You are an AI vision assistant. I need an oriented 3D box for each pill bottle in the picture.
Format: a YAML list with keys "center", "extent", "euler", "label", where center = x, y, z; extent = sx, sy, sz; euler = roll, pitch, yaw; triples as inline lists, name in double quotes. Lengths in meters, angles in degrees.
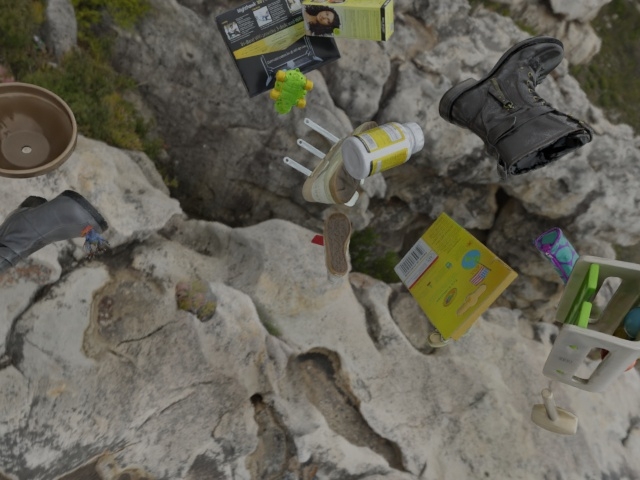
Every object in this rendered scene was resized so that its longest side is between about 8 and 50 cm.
- center: [0.095, -0.138, 0.704]
  extent: [0.116, 0.065, 0.065]
  euler: [-23, 76, -21]
  label: "pill bottle"

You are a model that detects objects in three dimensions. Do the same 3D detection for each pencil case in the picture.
- center: [0.541, 0.045, 1.058]
  extent: [0.152, 0.064, 0.070]
  euler: [46, 64, -19]
  label: "pencil case"

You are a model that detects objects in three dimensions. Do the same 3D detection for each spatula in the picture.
- center: [0.027, -0.219, 1.327]
  extent: [0.241, 0.019, 0.168]
  euler: [28, 93, -17]
  label: "spatula"

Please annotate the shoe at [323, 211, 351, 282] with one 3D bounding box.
- center: [0.040, 0.016, 1.272]
  extent: [0.076, 0.058, 0.219]
  euler: [11, 50, -6]
  label: "shoe"

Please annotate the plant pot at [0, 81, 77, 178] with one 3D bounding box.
- center: [-0.693, -0.236, 1.100]
  extent: [0.237, 0.110, 0.238]
  euler: [9, 65, -19]
  label: "plant pot"

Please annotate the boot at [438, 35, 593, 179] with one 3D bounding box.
- center: [0.344, -0.212, 0.764]
  extent: [0.229, 0.262, 0.091]
  euler: [57, -1, 45]
  label: "boot"

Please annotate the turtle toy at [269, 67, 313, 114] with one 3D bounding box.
- center: [-0.080, -0.374, 1.192]
  extent: [0.095, 0.130, 0.066]
  euler: [14, 37, -19]
  label: "turtle toy"

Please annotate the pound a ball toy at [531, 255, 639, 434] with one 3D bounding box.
- center: [0.441, 0.194, 0.762]
  extent: [0.135, 0.319, 0.208]
  euler: [14, 66, 25]
  label: "pound a ball toy"

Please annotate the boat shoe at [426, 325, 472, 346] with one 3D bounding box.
- center: [0.394, 0.280, 1.447]
  extent: [0.152, 0.048, 0.056]
  euler: [-13, 51, -14]
  label: "boat shoe"

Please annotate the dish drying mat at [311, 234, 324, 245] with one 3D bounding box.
- center: [0.000, 0.000, 1.427]
  extent: [0.032, 0.083, 0.008]
  euler: [-49, 117, -14]
  label: "dish drying mat"

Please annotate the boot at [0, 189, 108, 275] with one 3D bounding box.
- center: [-0.618, 0.006, 1.006]
  extent: [0.223, 0.337, 0.118]
  euler: [-55, 128, -38]
  label: "boot"

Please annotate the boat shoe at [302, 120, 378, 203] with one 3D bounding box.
- center: [0.056, -0.177, 1.054]
  extent: [0.302, 0.098, 0.109]
  euler: [-56, 133, -44]
  label: "boat shoe"

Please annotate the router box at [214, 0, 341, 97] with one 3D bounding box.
- center: [-0.125, -0.603, 1.418]
  extent: [0.308, 0.081, 0.243]
  euler: [-25, 112, -4]
  label: "router box"

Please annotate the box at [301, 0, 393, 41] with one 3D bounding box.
- center: [0.069, -0.571, 1.217]
  extent: [0.232, 0.087, 0.058]
  euler: [13, 50, 23]
  label: "box"

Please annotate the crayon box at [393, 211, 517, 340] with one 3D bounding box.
- center: [0.309, 0.085, 1.097]
  extent: [0.081, 0.202, 0.319]
  euler: [33, 15, -23]
  label: "crayon box"

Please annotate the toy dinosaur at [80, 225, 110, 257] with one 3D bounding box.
- center: [-0.448, -0.003, 0.919]
  extent: [0.047, 0.082, 0.090]
  euler: [-28, 51, -33]
  label: "toy dinosaur"
